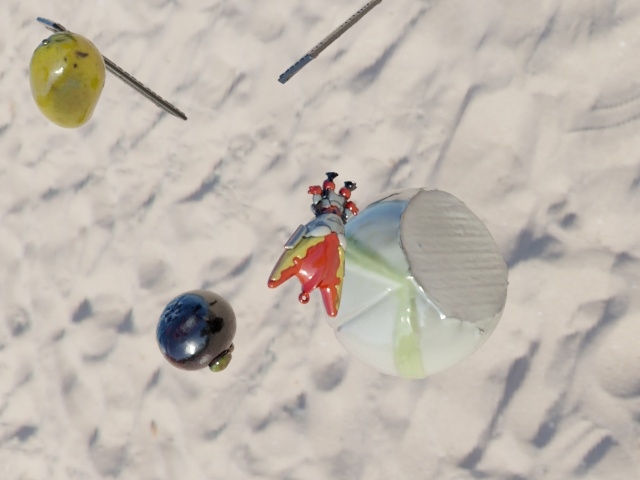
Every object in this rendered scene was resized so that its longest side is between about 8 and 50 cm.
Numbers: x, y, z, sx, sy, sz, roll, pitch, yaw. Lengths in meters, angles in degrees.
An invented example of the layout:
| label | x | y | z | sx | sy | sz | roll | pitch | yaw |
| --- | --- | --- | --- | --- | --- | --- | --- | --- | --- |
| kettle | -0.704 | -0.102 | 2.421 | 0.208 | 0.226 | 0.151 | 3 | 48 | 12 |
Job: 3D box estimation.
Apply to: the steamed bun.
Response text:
| label | x | y | z | sx | sy | sz | roll | pitch | yaw |
| --- | --- | --- | --- | --- | --- | --- | --- | --- | --- |
| steamed bun | 0.118 | 0.079 | 1.779 | 0.309 | 0.309 | 0.309 | -20 | 63 | 44 |

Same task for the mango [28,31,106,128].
| label | x | y | z | sx | sy | sz | roll | pitch | yaw |
| --- | --- | --- | --- | --- | --- | --- | --- | --- | --- |
| mango | -0.344 | -0.212 | 1.559 | 0.161 | 0.103 | 0.076 | 99 | 149 | -52 |

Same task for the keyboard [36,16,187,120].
| label | x | y | z | sx | sy | sz | roll | pitch | yaw |
| --- | --- | --- | --- | --- | --- | --- | --- | --- | --- |
| keyboard | -0.371 | -0.295 | 1.803 | 0.103 | 0.381 | 0.041 | 29 | 91 | 54 |

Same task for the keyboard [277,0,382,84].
| label | x | y | z | sx | sy | sz | roll | pitch | yaw |
| --- | --- | --- | --- | --- | --- | --- | --- | --- | --- |
| keyboard | 0.022 | -0.373 | 2.097 | 0.101 | 0.018 | 0.310 | -32 | 11 | 42 |

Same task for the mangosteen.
| label | x | y | z | sx | sy | sz | roll | pitch | yaw |
| --- | --- | --- | --- | --- | --- | --- | --- | --- | --- |
| mangosteen | -0.209 | 0.162 | 1.983 | 0.152 | 0.152 | 0.152 | -20 | 63 | 44 |

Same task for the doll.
| label | x | y | z | sx | sy | sz | roll | pitch | yaw |
| --- | --- | --- | --- | --- | --- | --- | --- | --- | --- |
| doll | 0.000 | 0.000 | 1.419 | 0.057 | 0.109 | 0.169 | -12 | 57 | 51 |
